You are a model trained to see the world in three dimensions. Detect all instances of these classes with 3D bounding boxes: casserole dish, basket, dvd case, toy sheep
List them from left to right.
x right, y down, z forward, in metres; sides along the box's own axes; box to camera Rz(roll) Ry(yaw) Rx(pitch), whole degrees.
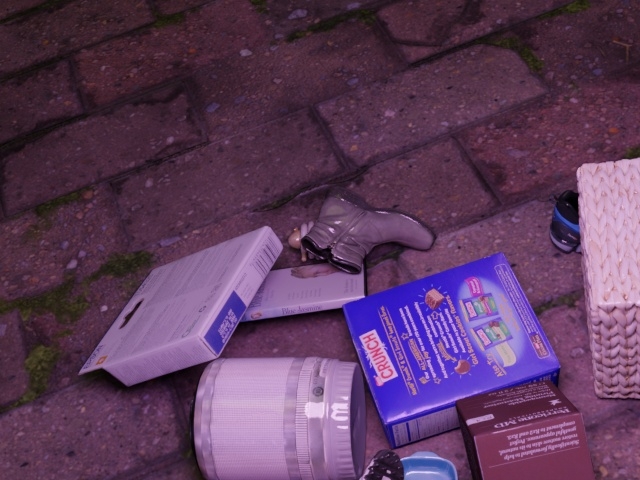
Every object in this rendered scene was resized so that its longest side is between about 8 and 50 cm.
[{"bbox_3d":[-0.035,0.092,1.918,0.253,0.022,0.180,-9,24,5],"label":"dvd case"},{"bbox_3d":[0.000,0.000,1.996,0.132,0.091,0.091,2,51,-4],"label":"toy sheep"},{"bbox_3d":[0.170,0.443,1.634,0.114,0.037,0.188,-1,51,12],"label":"casserole dish"},{"bbox_3d":[0.583,0.069,1.666,0.266,0.328,0.331,-5,51,13],"label":"basket"}]

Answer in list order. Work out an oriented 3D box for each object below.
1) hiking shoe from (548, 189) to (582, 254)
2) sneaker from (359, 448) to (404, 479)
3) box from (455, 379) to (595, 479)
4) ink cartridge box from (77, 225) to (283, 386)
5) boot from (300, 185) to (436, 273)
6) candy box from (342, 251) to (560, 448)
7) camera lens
[{"bbox_3d":[0.590,-0.048,1.876,0.304,0.132,0.113,-8,51,5],"label":"hiking shoe"},{"bbox_3d":[0.066,0.451,1.604,0.078,0.106,0.234,30,60,-19],"label":"sneaker"},{"bbox_3d":[0.321,0.336,1.548,0.168,0.167,0.203,-13,6,1],"label":"box"},{"bbox_3d":[-0.261,0.131,1.874,0.330,0.071,0.324,-21,27,36],"label":"ink cartridge box"},{"bbox_3d":[0.093,0.006,1.940,0.246,0.083,0.161,22,56,1],"label":"boot"},{"bbox_3d":[0.227,0.195,1.766,0.317,0.122,0.268,-17,51,-3],"label":"candy box"},{"bbox_3d":[-0.071,0.307,1.674,0.274,0.219,0.219,-2,51,10],"label":"camera lens"}]
